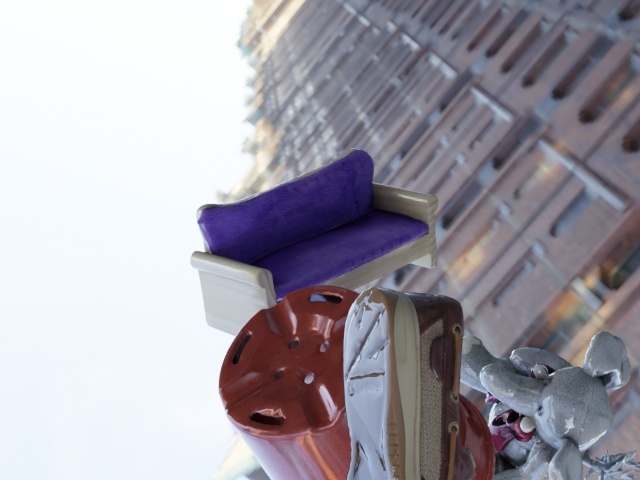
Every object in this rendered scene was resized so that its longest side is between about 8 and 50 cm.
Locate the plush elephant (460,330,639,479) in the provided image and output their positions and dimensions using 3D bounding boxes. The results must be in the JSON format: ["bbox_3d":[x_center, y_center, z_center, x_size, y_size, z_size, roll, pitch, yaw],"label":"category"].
[{"bbox_3d":[0.323,0.256,1.606,0.330,0.271,0.255,16,151,15],"label":"plush elephant"}]

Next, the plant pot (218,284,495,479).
[{"bbox_3d":[0.030,0.208,1.271,0.265,0.272,0.272,56,178,-41],"label":"plant pot"}]

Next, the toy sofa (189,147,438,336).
[{"bbox_3d":[0.000,0.000,1.576,0.363,0.177,0.150,-23,-153,-39],"label":"toy sofa"}]

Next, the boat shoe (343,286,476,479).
[{"bbox_3d":[0.093,0.215,1.004,0.123,0.341,0.123,4,169,-28],"label":"boat shoe"}]
